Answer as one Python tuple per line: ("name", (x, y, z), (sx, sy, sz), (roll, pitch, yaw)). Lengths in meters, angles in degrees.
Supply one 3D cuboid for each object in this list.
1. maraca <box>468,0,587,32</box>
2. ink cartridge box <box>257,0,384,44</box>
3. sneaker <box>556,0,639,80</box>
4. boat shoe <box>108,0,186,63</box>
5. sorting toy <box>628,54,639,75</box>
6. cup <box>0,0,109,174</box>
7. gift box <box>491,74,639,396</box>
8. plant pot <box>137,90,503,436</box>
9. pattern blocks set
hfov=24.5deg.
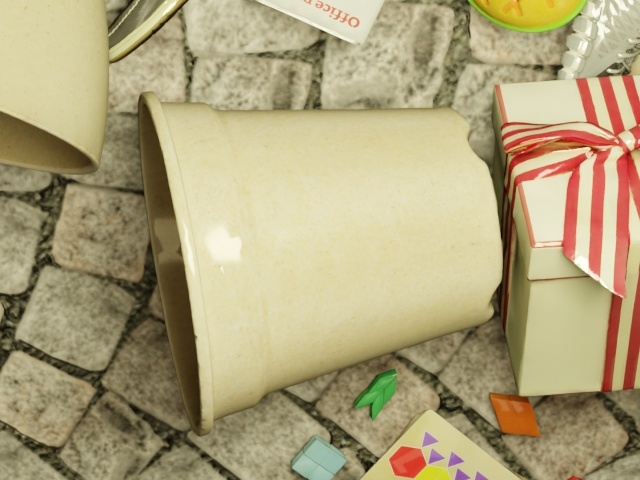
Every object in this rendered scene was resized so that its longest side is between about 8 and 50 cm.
("maraca", (0.182, -0.278, 1.434), (0.186, 0.099, 0.127), (31, 105, 20))
("ink cartridge box", (0.019, -0.298, 1.436), (0.127, 0.072, 0.175), (23, 107, -10))
("sneaker", (0.316, -0.197, 1.455), (0.132, 0.086, 0.228), (18, 110, 20))
("boat shoe", (-0.146, -0.271, 1.441), (0.223, 0.080, 0.073), (-44, 100, 7))
("sorting toy", (0.421, -0.154, 1.521), (0.208, 0.038, 0.193), (-2, 110, -1))
("cup", (-0.332, -0.224, 1.350), (0.331, 0.331, 0.237), (16, 81, -8))
("gift box", (0.299, -0.005, 1.408), (0.255, 0.276, 0.258), (-8, 135, -5))
("plant pot", (0.000, 0.000, 1.438), (0.305, 0.334, 0.333), (-9, 110, -11))
("pattern blocks set", (0.143, 0.286, 1.674), (0.285, 0.026, 0.325), (-40, 106, 11))
